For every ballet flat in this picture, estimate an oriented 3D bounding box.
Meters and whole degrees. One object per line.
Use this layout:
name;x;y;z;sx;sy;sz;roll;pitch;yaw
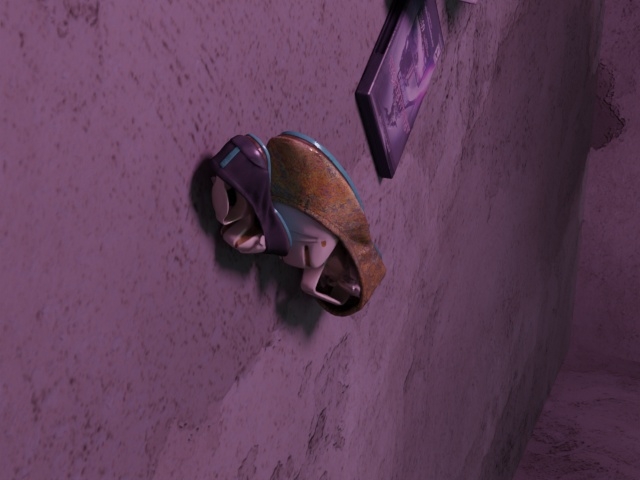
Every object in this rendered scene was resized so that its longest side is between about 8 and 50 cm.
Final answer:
ballet flat;-0.081;-0.033;1.203;0.203;0.074;0.074;79;29;-56
ballet flat;0.000;0.000;1.358;0.348;0.123;0.123;60;45;-61

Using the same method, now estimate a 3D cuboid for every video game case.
video game case;0.123;-0.257;1.665;0.196;0.026;0.274;69;37;-54

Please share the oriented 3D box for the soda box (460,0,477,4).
soda box;0.199;-0.478;1.543;0.091;0.098;0.286;-126;-131;-64
